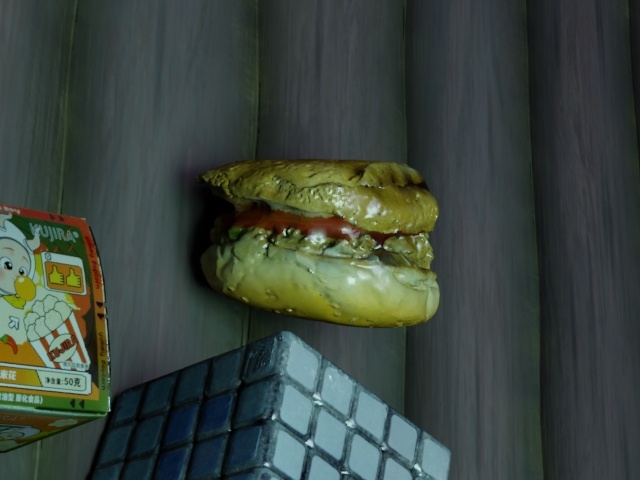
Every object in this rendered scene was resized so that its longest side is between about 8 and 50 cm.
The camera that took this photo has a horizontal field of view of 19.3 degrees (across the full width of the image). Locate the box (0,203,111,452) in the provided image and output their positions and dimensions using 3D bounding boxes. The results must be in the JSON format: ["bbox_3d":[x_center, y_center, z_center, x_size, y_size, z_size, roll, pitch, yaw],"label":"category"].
[{"bbox_3d":[-0.293,0.068,1.523,0.195,0.148,0.177,13,62,-47],"label":"box"}]

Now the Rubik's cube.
[{"bbox_3d":[-0.052,0.253,1.651,0.238,0.237,0.237,40,45,-33],"label":"Rubik's cube"}]

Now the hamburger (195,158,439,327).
[{"bbox_3d":[0.000,0.000,1.858,0.244,0.244,0.163,-6,99,-51],"label":"hamburger"}]
